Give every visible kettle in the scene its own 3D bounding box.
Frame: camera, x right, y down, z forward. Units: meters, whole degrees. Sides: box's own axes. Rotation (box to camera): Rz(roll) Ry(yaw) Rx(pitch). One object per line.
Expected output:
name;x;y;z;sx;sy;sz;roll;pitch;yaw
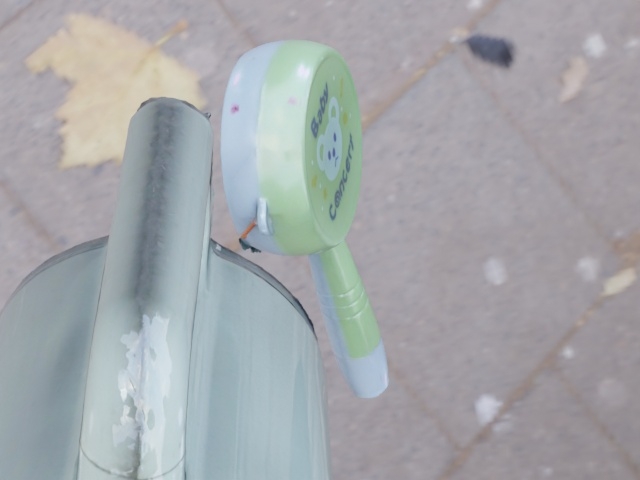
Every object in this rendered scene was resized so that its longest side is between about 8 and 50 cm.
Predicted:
kettle;-0.047;0.064;0.442;0.127;0.098;0.148;59;19;-32

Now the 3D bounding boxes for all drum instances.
drum;0.003;-0.018;1.124;0.253;0.049;0.130;61;34;-57
